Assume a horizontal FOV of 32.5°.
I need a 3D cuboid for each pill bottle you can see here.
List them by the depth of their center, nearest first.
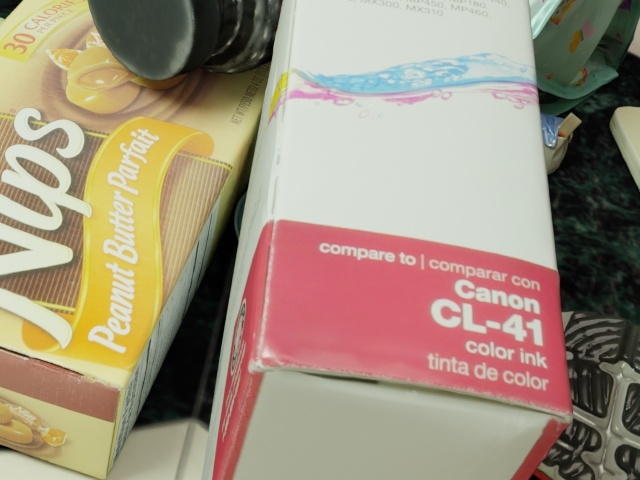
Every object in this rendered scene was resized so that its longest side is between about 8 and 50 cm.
[{"bbox_3d":[-0.040,-0.180,0.717,0.122,0.123,0.219,36,44,21],"label":"pill bottle"}]

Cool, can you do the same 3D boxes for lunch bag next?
[{"bbox_3d":[0.139,-0.217,0.900,0.223,0.160,0.262,35,11,21],"label":"lunch bag"}]

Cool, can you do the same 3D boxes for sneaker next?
[{"bbox_3d":[0.195,0.139,0.574,0.279,0.118,0.107,29,58,4],"label":"sneaker"}]

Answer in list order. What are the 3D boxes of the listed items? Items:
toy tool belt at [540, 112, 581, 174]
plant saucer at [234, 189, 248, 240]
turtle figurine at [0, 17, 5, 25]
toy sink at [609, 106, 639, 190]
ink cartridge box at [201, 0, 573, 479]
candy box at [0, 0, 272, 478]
[{"bbox_3d":[0.156,-0.089,0.852,0.083,0.051,0.052,20,43,5],"label":"toy tool belt"},{"bbox_3d":[0.000,0.000,0.736,0.119,0.021,0.119,8,44,-7],"label":"plant saucer"},{"bbox_3d":[-0.289,-0.257,0.730,0.266,0.274,0.198,42,25,-18],"label":"turtle figurine"},{"bbox_3d":[0.373,-0.092,0.858,0.234,0.131,0.153,3,43,-13],"label":"toy sink"},{"bbox_3d":[0.022,0.006,0.564,0.131,0.226,0.306,11,50,-5],"label":"ink cartridge box"},{"bbox_3d":[-0.153,-0.027,0.671,0.182,0.088,0.316,18,43,2],"label":"candy box"}]
